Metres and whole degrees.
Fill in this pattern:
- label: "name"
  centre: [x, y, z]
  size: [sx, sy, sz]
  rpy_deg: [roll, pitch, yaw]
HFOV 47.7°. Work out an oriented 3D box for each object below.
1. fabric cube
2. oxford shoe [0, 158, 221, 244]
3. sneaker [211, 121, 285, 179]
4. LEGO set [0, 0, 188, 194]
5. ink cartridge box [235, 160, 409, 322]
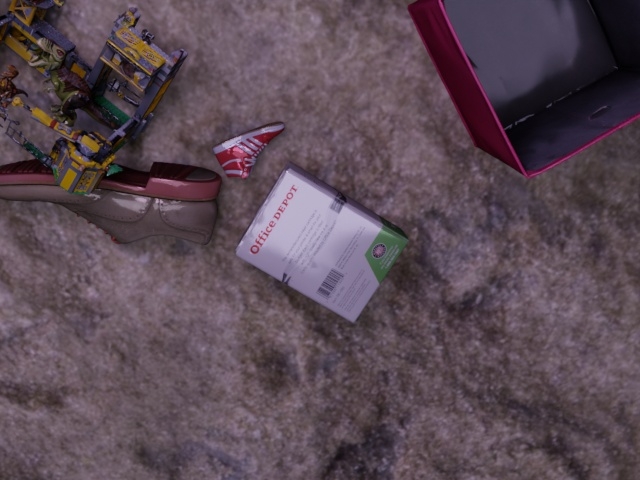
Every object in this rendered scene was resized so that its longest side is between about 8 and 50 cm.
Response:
- label: "fabric cube"
  centre: [0.300, -0.272, 0.978]
  size: [0.259, 0.258, 0.254]
  rpy_deg: [-29, 104, 6]
- label: "oxford shoe"
  centre: [-0.328, -0.052, 1.092]
  size: [0.348, 0.123, 0.130]
  rpy_deg: [5, 111, -2]
- label: "sneaker"
  centre: [-0.101, -0.136, 1.114]
  size: [0.118, 0.042, 0.067]
  rpy_deg: [-20, 102, 12]
- label: "LEGO set"
  centre: [-0.341, -0.245, 0.964]
  size: [0.331, 0.255, 0.192]
  rpy_deg: [43, 128, -1]
- label: "ink cartridge box"
  centre: [0.000, 0.000, 1.128]
  size: [0.219, 0.092, 0.160]
  rpy_deg: [31, 102, -10]
